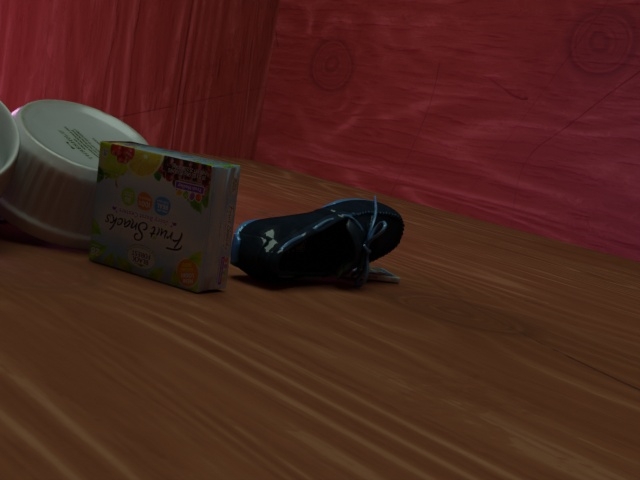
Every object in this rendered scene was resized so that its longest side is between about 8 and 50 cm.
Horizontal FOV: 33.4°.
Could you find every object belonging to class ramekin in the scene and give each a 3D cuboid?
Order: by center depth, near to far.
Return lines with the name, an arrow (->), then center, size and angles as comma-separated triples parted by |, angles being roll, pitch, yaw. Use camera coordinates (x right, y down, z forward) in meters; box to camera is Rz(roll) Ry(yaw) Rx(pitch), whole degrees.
ramekin -> -0.379, -0.111, 1.650 | 0.272, 0.127, 0.273 | 22, 25, -11

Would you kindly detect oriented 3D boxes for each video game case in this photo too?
video game case -> 0.063, 0.053, 1.807 | 0.122, 0.011, 0.087 | 7, 7, -19

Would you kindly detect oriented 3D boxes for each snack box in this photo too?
snack box -> -0.217, -0.036, 1.473 | 0.207, 0.175, 0.070 | 15, 12, 33

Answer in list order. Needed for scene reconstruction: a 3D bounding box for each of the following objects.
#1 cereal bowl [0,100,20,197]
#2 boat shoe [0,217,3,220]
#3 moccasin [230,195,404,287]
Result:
cereal bowl -> -0.593, -0.111, 1.466 | 0.338, 0.141, 0.339 | 15, 34, -10
boat shoe -> -0.531, -0.066, 1.732 | 0.075, 0.083, 0.226 | 0, -9, 24
moccasin -> 0.018, 0.019, 1.657 | 0.342, 0.138, 0.116 | -16, 27, -41
